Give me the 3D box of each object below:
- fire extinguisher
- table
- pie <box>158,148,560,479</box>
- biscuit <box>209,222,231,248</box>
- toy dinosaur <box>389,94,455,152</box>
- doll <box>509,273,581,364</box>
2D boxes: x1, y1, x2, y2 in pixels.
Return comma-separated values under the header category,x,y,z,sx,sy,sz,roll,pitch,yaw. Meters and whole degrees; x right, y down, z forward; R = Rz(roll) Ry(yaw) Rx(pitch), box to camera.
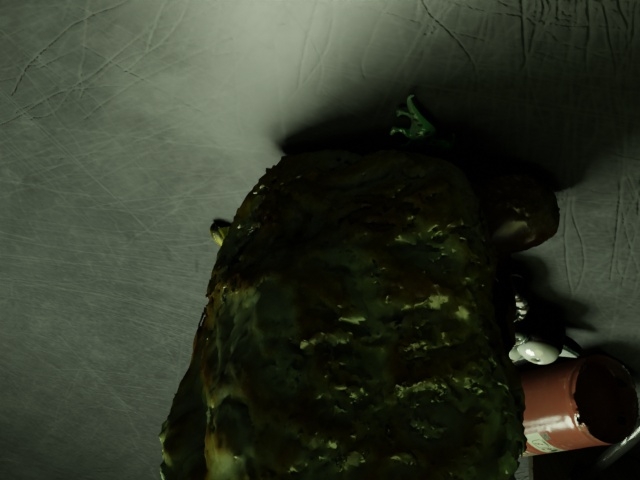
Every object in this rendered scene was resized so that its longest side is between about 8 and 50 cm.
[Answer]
category,x,y,z,sx,sy,sz,roll,pitch,yaw
fire extinguisher,0.230,0.238,1.462,0.106,0.147,0.337,33,149,-21
table,0.461,0.329,1.435,0.317,0.317,0.249,30,137,-20
pie,0.013,0.116,1.095,0.395,0.418,0.180,-2,151,39
biscuit,0.000,0.000,1.311,0.292,0.026,0.048,0,143,32
toy dinosaur,0.097,-0.102,1.070,0.062,0.021,0.083,15,157,-7
doll,0.206,0.083,1.286,0.091,0.067,0.219,-8,143,39
